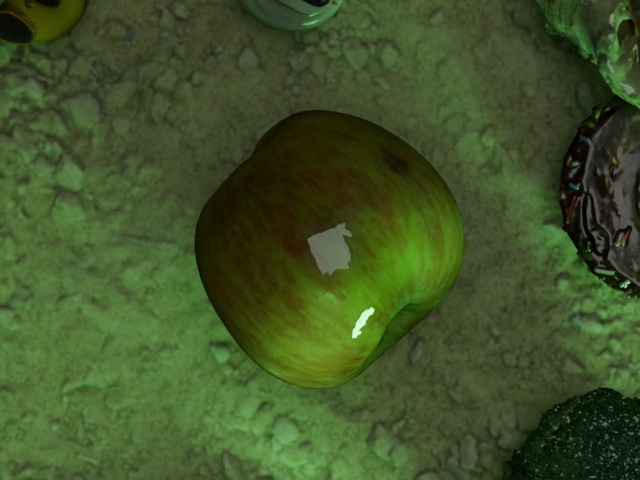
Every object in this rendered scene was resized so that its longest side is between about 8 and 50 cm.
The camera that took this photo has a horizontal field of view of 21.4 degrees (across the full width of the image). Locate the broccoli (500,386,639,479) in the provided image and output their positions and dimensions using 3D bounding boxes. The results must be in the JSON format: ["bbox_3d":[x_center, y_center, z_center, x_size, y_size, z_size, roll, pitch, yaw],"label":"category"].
[{"bbox_3d":[0.275,0.230,1.681,0.195,0.195,0.156,-6,112,-7],"label":"broccoli"}]

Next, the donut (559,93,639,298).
[{"bbox_3d":[0.347,-0.051,1.750,0.230,0.096,0.216,-30,87,-8],"label":"donut"}]

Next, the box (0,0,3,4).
[{"bbox_3d":[-0.401,-0.254,1.627,0.178,0.138,0.274,17,82,30],"label":"box"}]

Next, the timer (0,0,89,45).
[{"bbox_3d":[-0.284,-0.257,1.703,0.107,0.109,0.107,4,124,6],"label":"timer"}]

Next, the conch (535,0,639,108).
[{"bbox_3d":[0.313,-0.240,1.721,0.178,0.163,0.245,-21,63,9],"label":"conch"}]

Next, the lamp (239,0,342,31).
[{"bbox_3d":[-0.010,-0.329,1.726,0.179,0.108,0.246,24,85,-17],"label":"lamp"}]

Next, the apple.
[{"bbox_3d":[0.000,0.000,1.630,0.264,0.264,0.264,1,85,-6],"label":"apple"}]
